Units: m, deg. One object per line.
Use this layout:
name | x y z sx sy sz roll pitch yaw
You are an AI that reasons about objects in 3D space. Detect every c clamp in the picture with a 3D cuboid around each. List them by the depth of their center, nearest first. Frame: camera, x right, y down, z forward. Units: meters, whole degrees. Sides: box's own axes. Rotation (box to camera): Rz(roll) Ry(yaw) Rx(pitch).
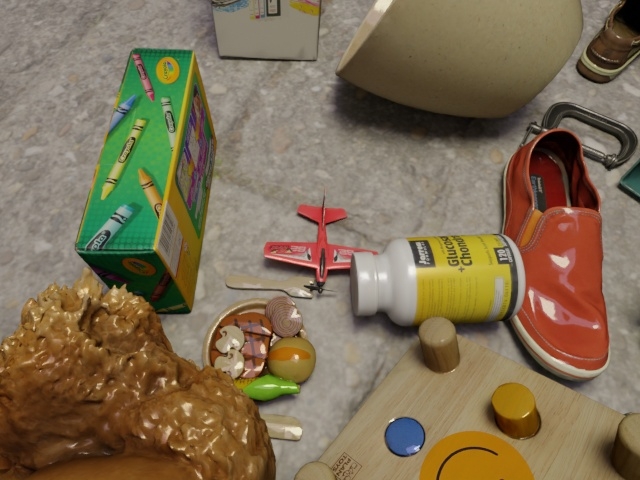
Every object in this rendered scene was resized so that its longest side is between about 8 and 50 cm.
c clamp | 0.393 -0.154 0.727 0.160 0.022 0.137 24 58 13

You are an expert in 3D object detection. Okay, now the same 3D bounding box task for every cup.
cup | 0.209 -0.307 0.666 0.236 0.331 0.331 31 62 -13

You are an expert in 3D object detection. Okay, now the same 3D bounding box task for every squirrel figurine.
squirrel figurine | -0.251 0.231 0.397 0.370 0.281 0.397 13 50 17

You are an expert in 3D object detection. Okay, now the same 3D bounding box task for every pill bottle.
pill bottle | 0.130 0.046 0.561 0.183 0.103 0.103 -3 62 -4

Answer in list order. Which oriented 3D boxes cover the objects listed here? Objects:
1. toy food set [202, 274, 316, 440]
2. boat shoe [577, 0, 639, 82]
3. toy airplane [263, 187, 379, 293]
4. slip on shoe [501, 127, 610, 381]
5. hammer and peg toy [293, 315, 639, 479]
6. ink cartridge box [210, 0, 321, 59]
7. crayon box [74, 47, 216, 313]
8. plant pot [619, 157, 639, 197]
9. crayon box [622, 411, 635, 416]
toy food set | -0.070 0.121 0.552 0.132 0.039 0.192 4 61 0
boat shoe | 0.531 -0.369 0.802 0.095 0.095 0.257 33 66 15
toy airplane | 0.000 0.000 0.625 0.151 0.028 0.151 4 61 -6
slip on shoe | 0.291 0.002 0.593 0.122 0.101 0.332 7 63 0
hammer and peg toy | 0.090 0.242 0.389 0.265 0.127 0.361 24 57 42
ink cartridge box | -0.079 -0.428 0.740 0.168 0.233 0.171 3 61 -3
crayon box | -0.191 -0.071 0.581 0.081 0.165 0.279 1 61 -1
plant pot | 0.572 -0.138 0.645 0.234 0.166 0.165 -37 68 -27
crayon box | 0.370 0.338 0.423 0.318 0.081 0.202 34 65 15
